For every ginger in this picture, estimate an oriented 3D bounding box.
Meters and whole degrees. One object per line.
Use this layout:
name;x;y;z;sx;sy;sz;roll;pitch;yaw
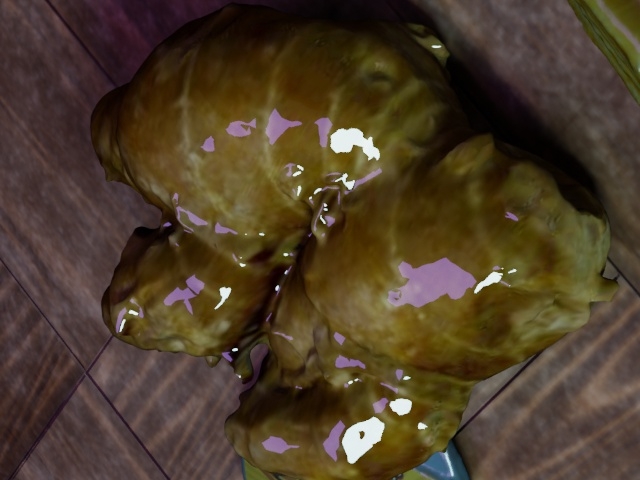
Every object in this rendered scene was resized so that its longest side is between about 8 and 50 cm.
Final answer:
ginger;-0.006;-0.009;1.157;0.357;0.152;0.274;42;115;18

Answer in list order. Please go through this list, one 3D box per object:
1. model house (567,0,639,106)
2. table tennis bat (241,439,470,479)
model house;0.210;-0.117;0.904;0.268;0.173;0.239;55;148;11
table tennis bat;0.031;0.152;1.313;0.215;0.044;0.329;29;130;30
